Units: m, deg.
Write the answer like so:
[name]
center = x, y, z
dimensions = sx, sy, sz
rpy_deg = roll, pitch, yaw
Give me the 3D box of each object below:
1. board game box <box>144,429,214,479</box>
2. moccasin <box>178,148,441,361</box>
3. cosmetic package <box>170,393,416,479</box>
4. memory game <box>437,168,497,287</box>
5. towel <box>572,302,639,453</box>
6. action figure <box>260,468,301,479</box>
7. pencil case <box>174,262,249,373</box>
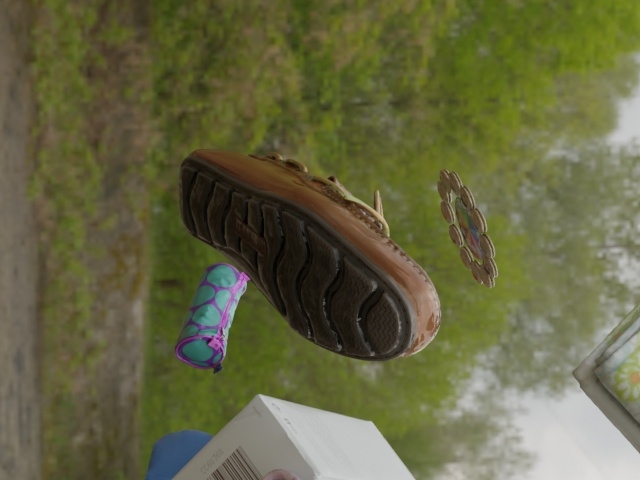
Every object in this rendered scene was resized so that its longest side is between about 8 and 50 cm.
[board game box]
center = -0.205, 0.379, 1.992
dimensions = 0.033, 0.133, 0.169
rpy_deg = 45, 57, -73
[moccasin]
center = 0.000, 0.003, 1.220
dimensions = 0.380, 0.147, 0.139
rpy_deg = 27, -58, 56
[cosmetic package]
center = -0.031, 0.362, 1.836
dimensions = 0.156, 0.217, 0.385
rpy_deg = 50, 12, 28
[memory game]
center = 0.211, -0.017, 1.863
dimensions = 0.186, 0.012, 0.186
rpy_deg = 158, -90, -81
[towel]
center = 0.506, 0.195, 1.477
dimensions = 0.374, 0.320, 0.090
rpy_deg = 46, -34, 11
[action figure]
center = -0.137, 0.472, 1.501
dimensions = 0.248, 0.370, 0.276
rpy_deg = -171, -116, -71
[pencil case]
center = -0.137, 0.096, 1.638
dimensions = 0.064, 0.070, 0.152
rpy_deg = 57, 27, -30
